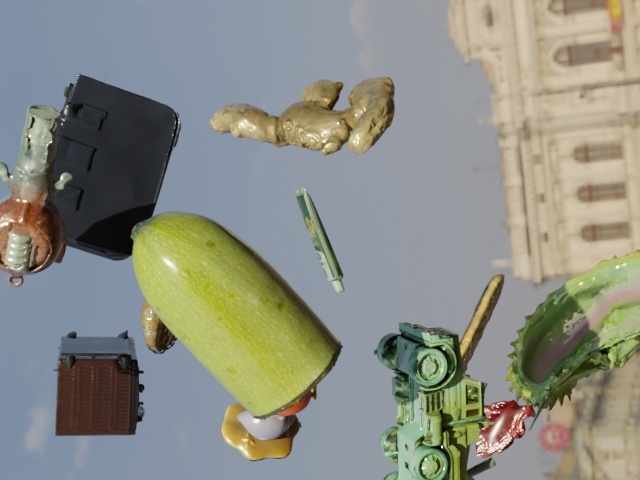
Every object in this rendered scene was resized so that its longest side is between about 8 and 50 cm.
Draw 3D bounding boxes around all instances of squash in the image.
[{"bbox_3d":[-0.103,0.065,1.232,0.247,0.132,0.132,48,-150,-12],"label":"squash"}]

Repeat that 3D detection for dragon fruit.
[{"bbox_3d":[0.342,0.356,2.131,0.097,0.131,0.063,65,-159,-16],"label":"dragon fruit"}]

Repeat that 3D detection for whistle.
[{"bbox_3d":[-0.500,-0.065,1.968,0.133,0.142,0.346,-63,-8,-62],"label":"whistle"}]

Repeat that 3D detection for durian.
[{"bbox_3d":[0.438,0.135,1.799,0.157,0.356,0.169,51,-166,-1],"label":"durian"}]

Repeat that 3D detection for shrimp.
[{"bbox_3d":[-0.262,0.082,2.056,0.173,0.058,0.253,-5,-70,-73],"label":"shrimp"}]

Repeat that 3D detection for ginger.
[{"bbox_3d":[-0.014,-0.157,1.429,0.149,0.259,0.065,-47,-50,-43],"label":"ginger"}]

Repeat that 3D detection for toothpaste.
[{"bbox_3d":[0.000,0.000,2.065,0.049,0.032,0.204,-9,104,67],"label":"toothpaste"}]

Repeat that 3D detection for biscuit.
[{"bbox_3d":[0.300,0.174,2.204,0.247,0.029,0.118,-62,-20,-15],"label":"biscuit"}]

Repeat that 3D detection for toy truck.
[{"bbox_3d":[0.152,0.231,1.442,0.128,0.135,0.259,-165,67,-69],"label":"toy truck"}]

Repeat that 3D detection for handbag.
[{"bbox_3d":[-0.448,-0.143,2.262,0.118,0.269,0.325,-17,56,65],"label":"handbag"}]

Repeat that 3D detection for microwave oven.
[{"bbox_3d":[-0.470,0.303,2.444,0.247,0.188,0.178,-143,53,-77],"label":"microwave oven"}]

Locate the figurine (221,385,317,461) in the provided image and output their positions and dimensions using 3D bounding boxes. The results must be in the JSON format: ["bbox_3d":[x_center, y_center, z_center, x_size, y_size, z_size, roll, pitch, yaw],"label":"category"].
[{"bbox_3d":[-0.101,0.298,2.269,0.257,0.181,0.208,112,-177,-46],"label":"figurine"}]
